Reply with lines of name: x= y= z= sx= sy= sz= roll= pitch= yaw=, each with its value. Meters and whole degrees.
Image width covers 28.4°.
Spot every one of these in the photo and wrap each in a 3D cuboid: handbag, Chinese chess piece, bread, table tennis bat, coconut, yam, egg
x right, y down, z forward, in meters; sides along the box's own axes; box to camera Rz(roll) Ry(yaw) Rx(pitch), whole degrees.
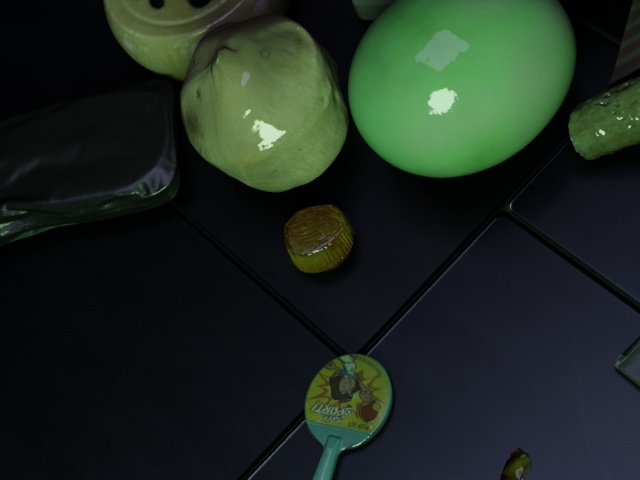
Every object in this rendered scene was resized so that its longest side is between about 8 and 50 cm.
handbag: x=-0.335 y=-0.097 z=1.645 sx=0.332 sy=0.075 sz=0.191 roll=-14 pitch=59 yaw=13
Chinese chess piece: x=-0.165 y=-0.338 z=1.696 sx=0.257 sy=0.104 sz=0.257 roll=-8 pitch=62 yaw=15
bread: x=0.000 y=0.000 z=1.489 sx=0.085 sy=0.053 sz=0.085 roll=-14 pitch=48 yaw=16
table tennis bat: x=0.024 y=0.196 z=1.396 sx=0.100 sy=0.019 sz=0.155 roll=11 pitch=65 yaw=23
coconut: x=-0.072 y=-0.168 z=1.502 sx=0.224 sy=0.224 sz=0.224 roll=-8 pitch=61 yaw=15
yam: x=0.367 y=-0.149 z=1.400 sx=0.179 sy=0.078 sz=0.078 roll=-23 pitch=55 yaw=33
egg: x=0.161 y=-0.190 z=1.432 sx=0.270 sy=0.220 sz=0.220 roll=-30 pitch=58 yaw=1

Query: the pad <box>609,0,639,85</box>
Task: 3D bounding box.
pad: x=0.425 y=-0.336 z=1.457 sx=0.005 sy=0.202 sz=0.299 roll=25 pitch=69 yaw=-16

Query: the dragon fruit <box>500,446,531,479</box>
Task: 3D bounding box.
dragon fruit: x=0.277 y=0.346 z=1.104 sx=0.291 sy=0.250 sz=0.269 roll=-9 pitch=36 yaw=-2

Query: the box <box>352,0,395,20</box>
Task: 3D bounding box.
box: x=0.164 y=-0.328 z=1.602 sx=0.244 sy=0.055 sz=0.103 roll=6 pitch=66 yaw=22

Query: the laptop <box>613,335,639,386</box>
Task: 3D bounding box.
laptop: x=0.411 y=0.105 z=1.309 sx=0.180 sy=0.016 sz=0.129 roll=-45 pitch=58 yaw=-6
